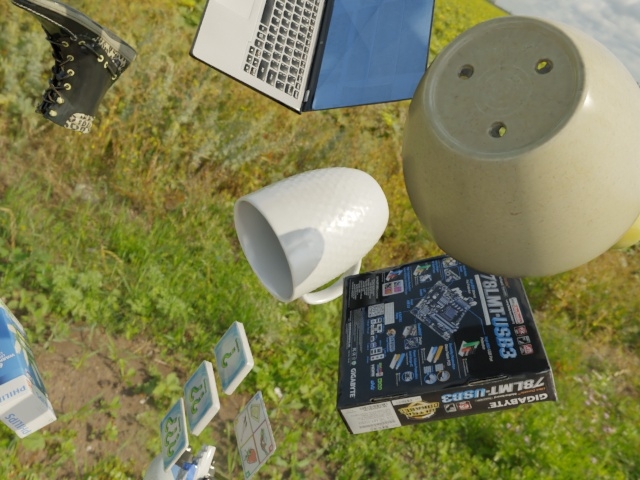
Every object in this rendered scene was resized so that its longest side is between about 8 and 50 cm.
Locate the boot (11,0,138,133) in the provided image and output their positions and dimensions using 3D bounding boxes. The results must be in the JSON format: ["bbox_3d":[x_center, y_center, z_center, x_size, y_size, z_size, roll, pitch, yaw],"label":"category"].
[{"bbox_3d":[-0.411,-0.276,0.876,0.085,0.179,0.236,32,6,17],"label":"boot"}]

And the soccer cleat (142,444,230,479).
[{"bbox_3d":[-0.152,0.473,0.916,0.331,0.143,0.116,32,-14,-1],"label":"soccer cleat"}]

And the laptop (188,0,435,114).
[{"bbox_3d":[0.001,-0.487,1.138,0.408,0.236,0.382,22,64,-26],"label":"laptop"}]

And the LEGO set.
[{"bbox_3d":[-0.127,0.217,0.562,0.060,0.182,0.244,29,18,-32],"label":"LEGO set"}]

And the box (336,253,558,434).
[{"bbox_3d":[0.176,0.138,0.854,0.293,0.073,0.295,-14,33,14],"label":"box"}]

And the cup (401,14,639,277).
[{"bbox_3d":[0.236,-0.134,0.678,0.331,0.331,0.237,45,9,27],"label":"cup"}]

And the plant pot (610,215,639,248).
[{"bbox_3d":[0.491,-0.049,0.963,0.095,0.134,0.134,-3,42,-38],"label":"plant pot"}]

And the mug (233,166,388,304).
[{"bbox_3d":[0.000,0.000,1.397,0.328,0.374,0.276,-27,36,-25],"label":"mug"}]

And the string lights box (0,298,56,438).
[{"bbox_3d":[-0.635,0.255,1.117,0.076,0.133,0.260,-28,55,-20],"label":"string lights box"}]
